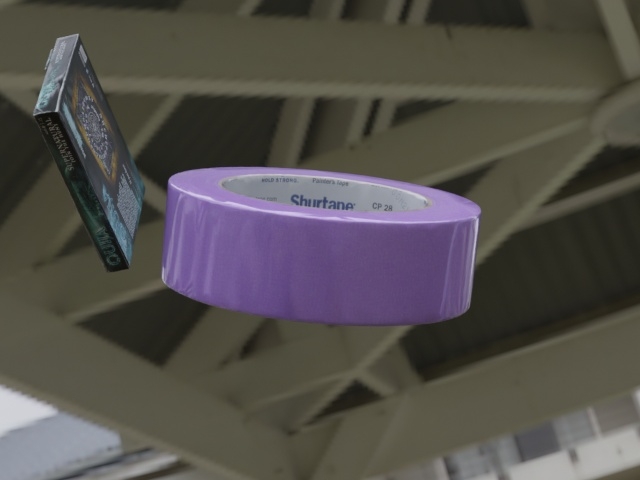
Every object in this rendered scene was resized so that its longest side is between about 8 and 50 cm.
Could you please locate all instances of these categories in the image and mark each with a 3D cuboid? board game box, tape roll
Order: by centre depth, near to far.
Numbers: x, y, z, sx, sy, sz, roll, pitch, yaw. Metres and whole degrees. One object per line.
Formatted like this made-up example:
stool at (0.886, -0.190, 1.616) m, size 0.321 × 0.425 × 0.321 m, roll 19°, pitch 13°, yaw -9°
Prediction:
tape roll at (0.000, 0.000, 1.339) m, size 0.275 × 0.090 × 0.275 m, roll 5°, pitch 11°, yaw -1°
board game box at (-0.210, -0.079, 1.408) m, size 0.026 × 0.126 × 0.186 m, roll -11°, pitch -53°, yaw 11°
